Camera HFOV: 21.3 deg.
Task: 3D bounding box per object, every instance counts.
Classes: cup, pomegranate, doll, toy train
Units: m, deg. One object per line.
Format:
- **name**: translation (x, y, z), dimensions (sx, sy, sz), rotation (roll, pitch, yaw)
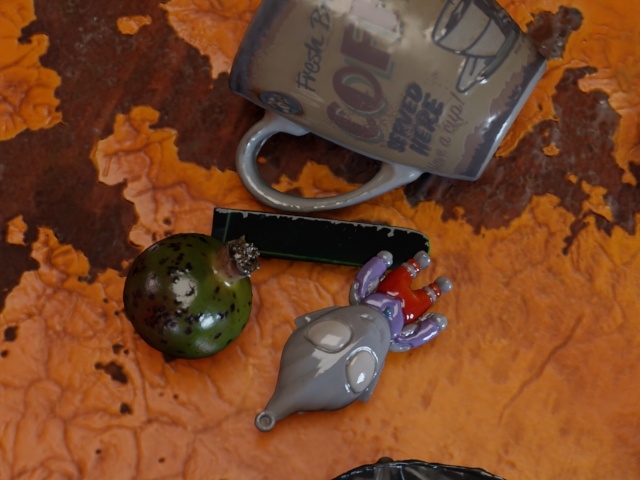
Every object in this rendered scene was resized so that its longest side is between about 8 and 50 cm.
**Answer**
- **cup**: translation (0.053, -0.142, 1.619), dimensions (0.257, 0.227, 0.301), rotation (33, 100, 6)
- **pomegranate**: translation (-0.119, 0.045, 1.564), dimensions (0.130, 0.130, 0.130), rotation (1, 68, -2)
- **doll**: translation (0.025, 0.099, 1.578), dimensions (0.227, 0.075, 0.102), rotation (-39, 89, -14)
- **toy train**: translation (0.000, 0.000, 1.633), dimensions (0.209, 0.042, 0.044), rotation (6, 91, -1)

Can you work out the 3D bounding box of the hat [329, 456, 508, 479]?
- **hat**: translation (0.063, 0.404, 1.443), dimensions (0.366, 0.257, 0.381), rotation (8, 104, -16)
